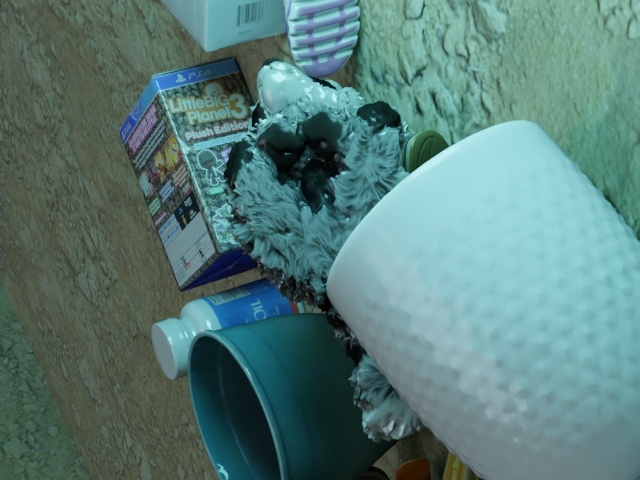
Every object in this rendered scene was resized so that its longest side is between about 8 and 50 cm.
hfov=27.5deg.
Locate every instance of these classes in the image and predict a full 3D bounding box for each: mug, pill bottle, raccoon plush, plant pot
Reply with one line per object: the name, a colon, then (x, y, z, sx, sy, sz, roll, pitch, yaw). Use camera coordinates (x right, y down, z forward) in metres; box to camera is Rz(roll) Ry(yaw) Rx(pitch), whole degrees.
mug: (0.204, 0.120, 1.294, 0.328, 0.276, 0.374, 52, 157, 22)
pill bottle: (-0.143, 0.140, 2.027, 0.124, 0.221, 0.124, 42, 142, 46)
raccoon plush: (0.000, 0.000, 1.576, 0.299, 0.216, 0.446, -102, 7, -83)
plant pot: (-0.006, 0.214, 1.766, 0.271, 0.255, 0.271, 43, 142, 47)

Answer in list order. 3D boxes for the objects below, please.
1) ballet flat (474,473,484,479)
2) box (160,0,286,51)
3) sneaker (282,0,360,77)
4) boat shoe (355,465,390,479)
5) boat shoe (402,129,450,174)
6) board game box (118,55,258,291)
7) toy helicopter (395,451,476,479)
ballet flat: (0.243, 0.397, 1.551, 0.123, 0.123, 0.348, 16, 120, 60)
box: (-0.139, -0.353, 1.813, 0.170, 0.130, 0.091, 50, 147, 39)
sneaker: (-0.016, -0.324, 1.647, 0.104, 0.095, 0.236, -161, 62, -67)
boat shoe: (0.073, 0.400, 1.885, 0.095, 0.095, 0.257, -98, -1, -51)
boat shoe: (0.129, -0.021, 1.553, 0.073, 0.080, 0.223, 8, 118, 56)
board game box: (-0.178, -0.099, 2.037, 0.291, 0.141, 0.232, 68, 154, 8)
toy helicopter: (0.171, 0.338, 1.688, 0.235, 0.140, 0.355, -132, 44, -56)
